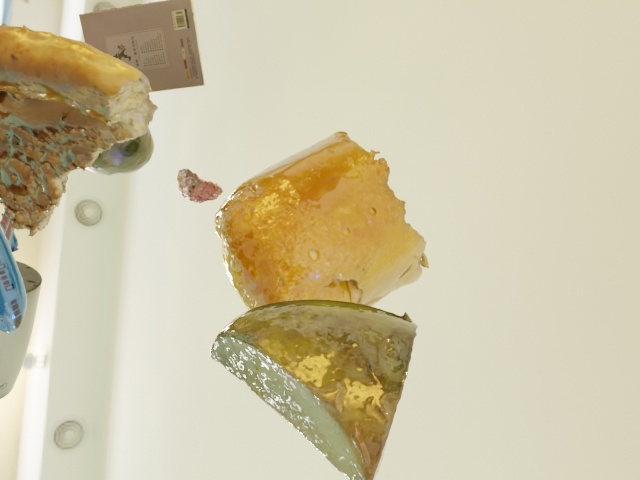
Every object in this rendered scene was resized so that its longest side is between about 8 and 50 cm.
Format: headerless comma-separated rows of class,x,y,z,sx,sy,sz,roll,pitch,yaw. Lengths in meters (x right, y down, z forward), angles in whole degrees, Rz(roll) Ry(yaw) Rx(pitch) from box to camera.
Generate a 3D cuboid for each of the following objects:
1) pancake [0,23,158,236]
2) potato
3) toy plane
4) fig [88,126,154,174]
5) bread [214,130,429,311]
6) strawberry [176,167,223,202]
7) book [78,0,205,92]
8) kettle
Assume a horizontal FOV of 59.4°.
pancake,-0.298,-0.094,0.564,0.057,0.266,0.244,-67,172,-55
potato,-0.019,0.144,0.708,0.255,0.269,0.112,15,-61,11
toy plane,-0.500,0.013,0.826,0.254,0.105,0.271,-98,-171,-72
fig,-0.495,-0.229,1.227,0.195,0.245,0.195,172,-90,-79
bread,0.000,0.000,1.091,0.361,0.394,0.250,58,-30,1
strawberry,-0.362,-0.153,1.652,0.192,0.140,0.085,27,-92,47
book,-0.264,-0.283,0.832,0.182,0.014,0.127,-4,-76,12
kettle,-0.616,0.168,0.974,0.161,0.221,0.236,25,-73,23
